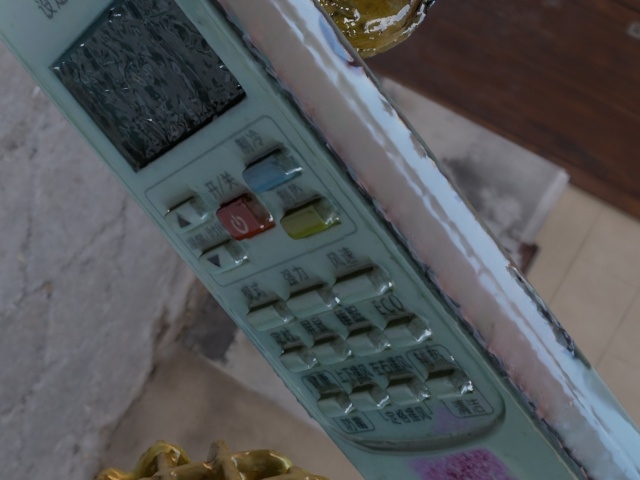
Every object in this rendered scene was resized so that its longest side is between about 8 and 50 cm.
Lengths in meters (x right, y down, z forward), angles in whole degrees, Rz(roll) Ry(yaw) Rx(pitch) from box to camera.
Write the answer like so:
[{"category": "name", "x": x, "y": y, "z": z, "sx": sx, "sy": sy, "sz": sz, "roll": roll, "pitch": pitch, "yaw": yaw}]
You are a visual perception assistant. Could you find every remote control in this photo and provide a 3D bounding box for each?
[{"category": "remote control", "x": -0.001, "y": 0.001, "z": 0.451, "sx": 0.050, "sy": 0.344, "sz": 0.145, "roll": -45, "pitch": -167, "yaw": -33}]

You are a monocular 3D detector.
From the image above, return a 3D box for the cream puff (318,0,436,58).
[{"category": "cream puff", "x": 0.011, "y": -0.179, "z": 0.689, "sx": 0.104, "sy": 0.119, "sz": 0.133, "roll": 156, "pitch": -73, "yaw": -65}]

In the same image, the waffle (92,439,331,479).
[{"category": "waffle", "x": -0.111, "y": 0.220, "z": 0.693, "sx": 0.329, "sy": 0.329, "sz": 0.062, "roll": -43, "pitch": 129, "yaw": -54}]
